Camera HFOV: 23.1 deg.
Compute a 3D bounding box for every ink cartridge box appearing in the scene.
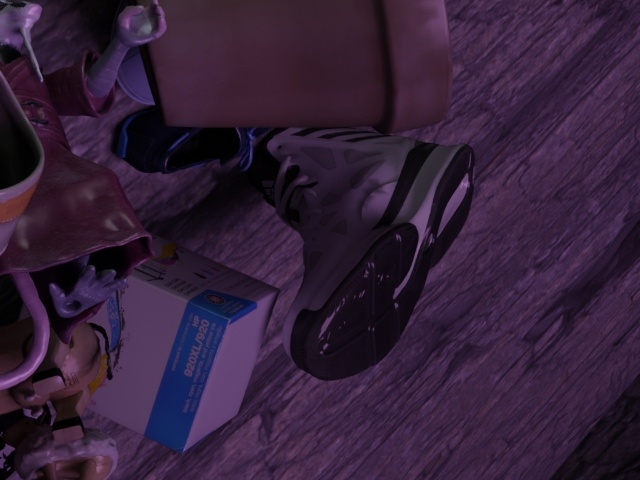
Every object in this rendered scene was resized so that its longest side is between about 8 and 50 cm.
[{"bbox_3d":[-0.198,0.098,1.750,0.168,0.233,0.171,-71,167,16],"label":"ink cartridge box"}]

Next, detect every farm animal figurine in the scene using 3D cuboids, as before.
[{"bbox_3d":[-0.373,0.122,1.603,0.327,0.172,0.330,0,126,-7],"label":"farm animal figurine"}]

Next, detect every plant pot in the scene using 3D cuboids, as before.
[{"bbox_3d":[-0.048,-0.242,1.587,0.280,0.323,0.323,-14,136,-7],"label":"plant pot"}]

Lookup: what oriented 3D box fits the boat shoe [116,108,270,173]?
[{"bbox_3d":[-0.124,-0.119,1.847,0.258,0.089,0.109,-29,138,-40],"label":"boat shoe"}]

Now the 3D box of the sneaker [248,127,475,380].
[{"bbox_3d":[0.000,0.001,1.934,0.447,0.258,0.169,-50,148,-49],"label":"sneaker"}]

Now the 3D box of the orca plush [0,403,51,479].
[{"bbox_3d":[-0.403,0.258,1.754,0.287,0.102,0.151,-14,127,-50],"label":"orca plush"}]

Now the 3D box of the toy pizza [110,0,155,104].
[{"bbox_3d":[-0.163,-0.247,1.736,0.201,0.032,0.201,-36,142,-34],"label":"toy pizza"}]

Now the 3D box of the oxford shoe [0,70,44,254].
[{"bbox_3d":[-0.370,-0.175,1.202,0.130,0.449,0.169,-29,-163,34],"label":"oxford shoe"}]

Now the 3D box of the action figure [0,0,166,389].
[{"bbox_3d":[-0.274,-0.078,1.464,0.248,0.370,0.275,-3,146,-21],"label":"action figure"}]
